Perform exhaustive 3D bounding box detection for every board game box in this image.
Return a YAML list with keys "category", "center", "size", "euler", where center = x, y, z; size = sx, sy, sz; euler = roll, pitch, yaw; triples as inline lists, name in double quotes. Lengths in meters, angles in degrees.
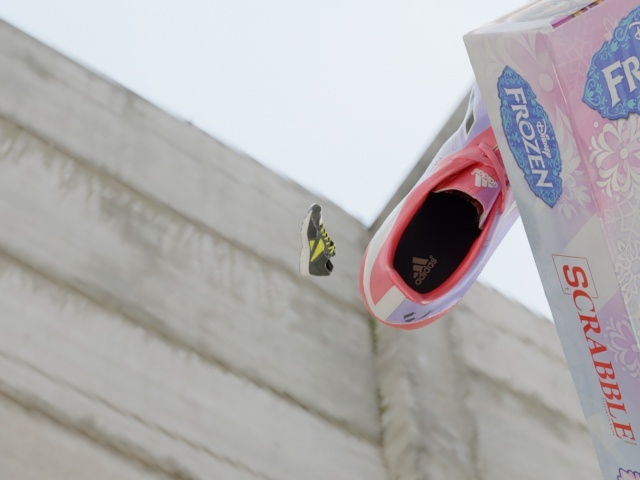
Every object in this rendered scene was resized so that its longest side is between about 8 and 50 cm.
- category: "board game box"
  center: [0.256, -0.031, 0.849]
  size: [0.319, 0.318, 0.066]
  euler: [-31, -159, -29]

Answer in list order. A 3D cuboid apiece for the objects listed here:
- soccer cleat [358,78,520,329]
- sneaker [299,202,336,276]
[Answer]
- category: "soccer cleat"
  center: [0.109, -0.049, 0.931]
  size: [0.083, 0.248, 0.095]
  euler: [36, 170, -1]
- category: "sneaker"
  center: [0.000, 0.000, 1.479]
  size: [0.035, 0.083, 0.031]
  euler: [11, -145, 11]
